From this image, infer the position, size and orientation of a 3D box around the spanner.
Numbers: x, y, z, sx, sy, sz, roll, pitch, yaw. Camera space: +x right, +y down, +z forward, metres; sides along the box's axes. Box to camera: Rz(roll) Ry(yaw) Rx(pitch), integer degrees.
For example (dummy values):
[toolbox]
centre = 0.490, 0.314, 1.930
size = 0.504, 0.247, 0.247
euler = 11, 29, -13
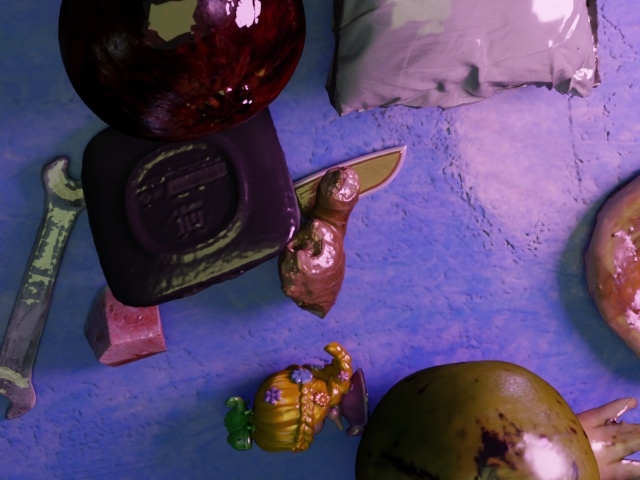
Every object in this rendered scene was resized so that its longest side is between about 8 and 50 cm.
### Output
[spanner]
centre = -0.303, 0.055, 1.179
size = 0.071, 0.017, 0.302
euler = 19, 102, -8

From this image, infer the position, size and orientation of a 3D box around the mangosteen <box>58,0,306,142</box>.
[mangosteen]
centre = -0.138, -0.227, 1.031
size = 0.235, 0.235, 0.261
euler = -28, 70, 4

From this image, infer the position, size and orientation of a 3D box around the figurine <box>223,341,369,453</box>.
[figurine]
centre = -0.029, 0.166, 1.182
size = 0.156, 0.095, 0.115
euler = -8, 116, -5

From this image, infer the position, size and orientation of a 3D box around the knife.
[knife]
centre = -0.022, -0.039, 1.170
size = 0.256, 0.022, 0.046
euler = -25, 100, 3

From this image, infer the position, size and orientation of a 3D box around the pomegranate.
[pomegranate]
centre = 0.196, 0.244, 1.149
size = 0.340, 0.260, 0.261
euler = -15, 105, -13

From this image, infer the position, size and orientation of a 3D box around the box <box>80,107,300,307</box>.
[box]
centre = -0.136, -0.049, 1.118
size = 0.212, 0.042, 0.201
euler = -19, 79, 2

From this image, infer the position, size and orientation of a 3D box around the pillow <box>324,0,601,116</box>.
[pillow]
centre = 0.146, -0.279, 1.063
size = 0.283, 0.138, 0.310
euler = -3, 106, -11

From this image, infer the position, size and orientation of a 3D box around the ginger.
[ginger]
centre = -0.005, 0.003, 1.137
size = 0.067, 0.096, 0.165
euler = 23, 118, 30

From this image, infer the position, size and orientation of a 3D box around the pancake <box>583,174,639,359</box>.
[pancake]
centre = 0.427, 0.023, 1.199
size = 0.282, 0.049, 0.283
euler = -1, 103, -6

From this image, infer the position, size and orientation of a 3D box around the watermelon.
[watermelon]
centre = -0.206, 0.089, 1.168
size = 0.084, 0.072, 0.092
euler = -26, 100, -15
